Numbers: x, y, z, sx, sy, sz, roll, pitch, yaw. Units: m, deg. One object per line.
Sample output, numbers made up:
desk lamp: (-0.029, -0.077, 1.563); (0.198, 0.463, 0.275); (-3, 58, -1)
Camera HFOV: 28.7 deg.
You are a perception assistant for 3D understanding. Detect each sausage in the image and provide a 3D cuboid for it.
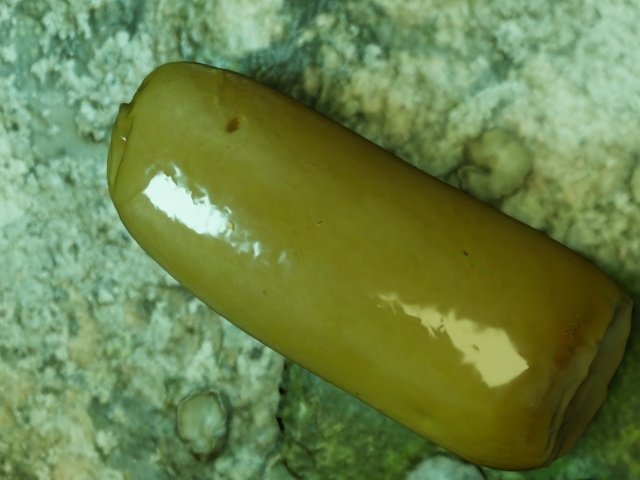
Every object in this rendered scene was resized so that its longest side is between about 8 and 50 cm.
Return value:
sausage: (-0.003, 0.001, 0.707); (0.354, 0.116, 0.134); (28, 111, 25)

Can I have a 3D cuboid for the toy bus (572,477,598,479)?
toy bus: (0.030, 0.189, 0.693); (0.268, 0.106, 0.092); (-14, 84, 21)
